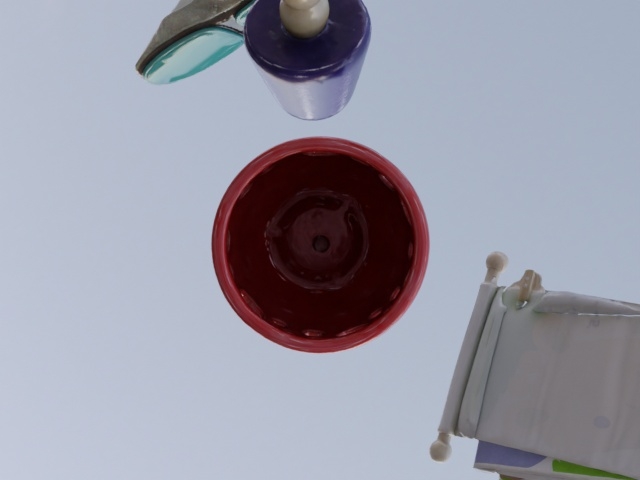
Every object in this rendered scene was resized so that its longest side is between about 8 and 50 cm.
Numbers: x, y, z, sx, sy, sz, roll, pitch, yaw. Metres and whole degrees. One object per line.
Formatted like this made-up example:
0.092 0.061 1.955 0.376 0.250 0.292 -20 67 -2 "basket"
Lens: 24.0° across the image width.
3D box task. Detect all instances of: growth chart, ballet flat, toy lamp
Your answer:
0.170 0.107 0.936 0.237 0.021 0.172 15 -101 40 "growth chart"
-0.065 -0.167 1.066 0.168 0.057 0.052 -26 -115 26 "ballet flat"
-0.012 -0.167 0.828 0.080 0.080 0.274 41 -23 25 "toy lamp"

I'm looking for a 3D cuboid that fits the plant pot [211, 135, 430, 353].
0.000 0.000 1.377 0.191 0.174 0.191 0 -86 1 "plant pot"
